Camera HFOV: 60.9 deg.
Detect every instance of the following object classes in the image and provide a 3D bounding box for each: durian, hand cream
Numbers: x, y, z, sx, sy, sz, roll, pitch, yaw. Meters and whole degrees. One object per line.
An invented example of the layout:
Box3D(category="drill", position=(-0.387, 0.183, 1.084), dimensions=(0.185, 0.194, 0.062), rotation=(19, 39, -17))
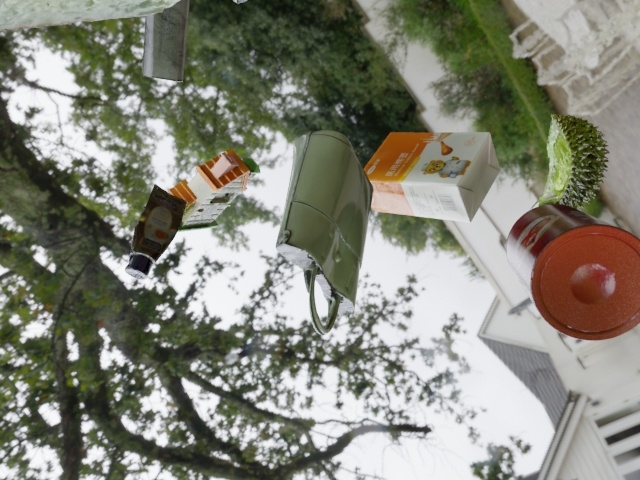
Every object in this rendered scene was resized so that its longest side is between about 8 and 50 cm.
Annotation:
Box3D(category="durian", position=(0.761, -0.219, 1.655), dimensions=(0.169, 0.158, 0.352), rotation=(45, 153, 46))
Box3D(category="hand cream", position=(-0.253, -0.016, 0.836), dimensions=(0.062, 0.039, 0.163), rotation=(27, -127, -21))

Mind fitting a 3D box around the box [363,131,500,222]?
Box3D(category="box", position=(0.304, -0.191, 1.567), dimensions=(0.225, 0.341, 0.143), rotation=(-54, -46, -27))

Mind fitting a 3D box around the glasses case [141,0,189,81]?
Box3D(category="glasses case", position=(-0.415, -0.588, 1.470), dimensions=(0.114, 0.300, 0.060), rotation=(5, -162, -17))

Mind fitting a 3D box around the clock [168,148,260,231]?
Box3D(category="clock", position=(-0.315, -0.153, 1.591), dimensions=(0.106, 0.255, 0.219), rotation=(49, -162, 10))

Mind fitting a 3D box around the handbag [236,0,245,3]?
Box3D(category="handbag", position=(-0.093, -0.646, 1.216), dimensions=(0.088, 0.254, 0.211), rotation=(6, -88, -51))

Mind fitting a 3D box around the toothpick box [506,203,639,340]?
Box3D(category="toothpick box", position=(0.486, 0.044, 1.061), dimensions=(0.204, 0.204, 0.333), rotation=(55, -165, -2))

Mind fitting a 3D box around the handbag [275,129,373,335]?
Box3D(category="handbag", position=(0.000, 0.000, 0.864), dimensions=(0.241, 0.109, 0.316), rotation=(51, -137, -49))

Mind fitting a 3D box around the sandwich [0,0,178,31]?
Box3D(category="sandwich", position=(-0.115, -0.247, 0.358), dimensions=(0.249, 0.273, 0.095), rotation=(-35, -78, -53))

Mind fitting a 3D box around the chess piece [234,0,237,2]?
Box3D(category="chess piece", position=(-0.238, -0.665, 1.342), dimensions=(0.149, 0.059, 0.059), rotation=(46, -157, -27))
